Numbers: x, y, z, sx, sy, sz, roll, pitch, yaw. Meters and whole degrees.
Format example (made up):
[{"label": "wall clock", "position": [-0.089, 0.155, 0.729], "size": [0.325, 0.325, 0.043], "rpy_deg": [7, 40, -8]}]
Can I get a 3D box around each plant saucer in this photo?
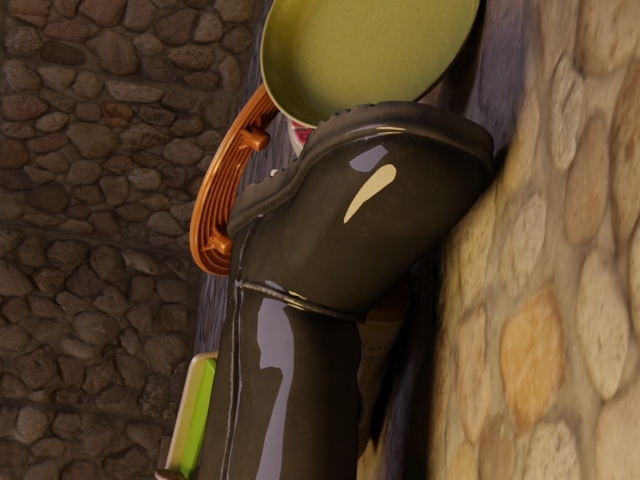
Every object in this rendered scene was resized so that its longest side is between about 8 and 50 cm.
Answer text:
[{"label": "plant saucer", "position": [0.052, -0.204, 1.377], "size": [0.037, 0.241, 0.241], "rpy_deg": [35, -127, -48]}]

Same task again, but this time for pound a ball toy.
[{"label": "pound a ball toy", "position": [-0.123, 0.347, 2.188], "size": [0.208, 0.136, 0.319], "rpy_deg": [52, 138, 44]}]

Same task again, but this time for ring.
[{"label": "ring", "position": [-0.016, -0.094, 1.581], "size": [0.336, 0.032, 0.336], "rpy_deg": [-45, -21, -23]}]

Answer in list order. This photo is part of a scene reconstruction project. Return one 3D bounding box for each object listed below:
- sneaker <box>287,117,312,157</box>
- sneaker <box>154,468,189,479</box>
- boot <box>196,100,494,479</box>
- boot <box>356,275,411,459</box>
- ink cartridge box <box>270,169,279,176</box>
[{"label": "sneaker", "position": [0.008, -0.160, 1.903], "size": [0.252, 0.103, 0.111], "rpy_deg": [-81, 1, -54]}, {"label": "sneaker", "position": [-0.214, 0.384, 2.174], "size": [0.118, 0.042, 0.067], "rpy_deg": [20, 108, 56]}, {"label": "boot", "position": [0.001, 0.146, 1.191], "size": [0.367, 0.146, 0.445], "rpy_deg": [146, 137, -62]}, {"label": "boot", "position": [0.022, 0.087, 1.498], "size": [0.262, 0.095, 0.203], "rpy_deg": [-109, 28, -60]}, {"label": "ink cartridge box", "position": [-0.039, 0.007, 1.789], "size": [0.104, 0.060, 0.180], "rpy_deg": [3, 105, 48]}]
